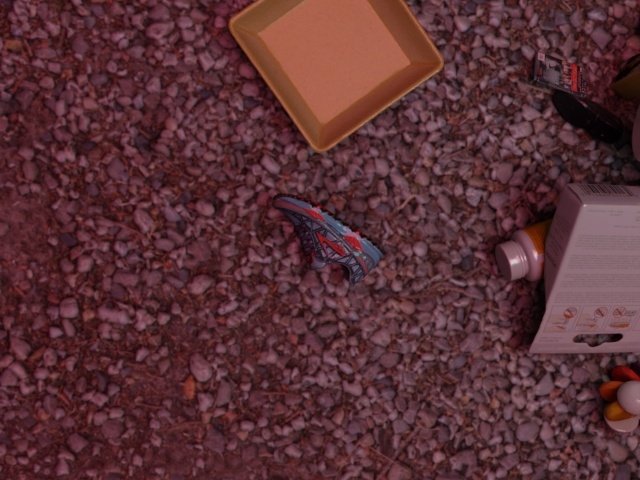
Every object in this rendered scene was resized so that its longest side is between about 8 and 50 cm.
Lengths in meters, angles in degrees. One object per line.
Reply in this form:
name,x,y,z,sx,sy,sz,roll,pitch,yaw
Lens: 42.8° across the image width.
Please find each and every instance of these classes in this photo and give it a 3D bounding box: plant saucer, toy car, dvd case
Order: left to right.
plant saucer,0.032,-0.403,1.706,0.332,0.081,0.333,-35,95,-2
dvd case,0.521,-0.361,1.773,0.119,0.013,0.087,18,54,-8
toy car,0.697,0.331,1.778,0.182,0.159,0.136,-6,55,-6

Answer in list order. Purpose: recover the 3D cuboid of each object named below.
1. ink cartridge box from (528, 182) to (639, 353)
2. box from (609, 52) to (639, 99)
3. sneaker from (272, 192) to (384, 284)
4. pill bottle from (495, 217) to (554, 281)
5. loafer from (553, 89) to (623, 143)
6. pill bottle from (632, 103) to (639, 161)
ink cartridge box,0.609,0.066,1.702,0.308,0.091,0.385,1,125,-13
box,0.697,-0.358,1.704,0.058,0.232,0.087,38,86,-5
sneaker,0.000,0.000,1.703,0.261,0.104,0.125,33,90,-6
pill bottle,0.490,0.016,1.748,0.215,0.117,0.117,-18,93,-6
loafer,0.587,-0.279,1.790,0.170,0.062,0.061,37,48,1
pill bottle,0.827,-0.190,1.559,0.407,0.229,0.229,12,90,-4
